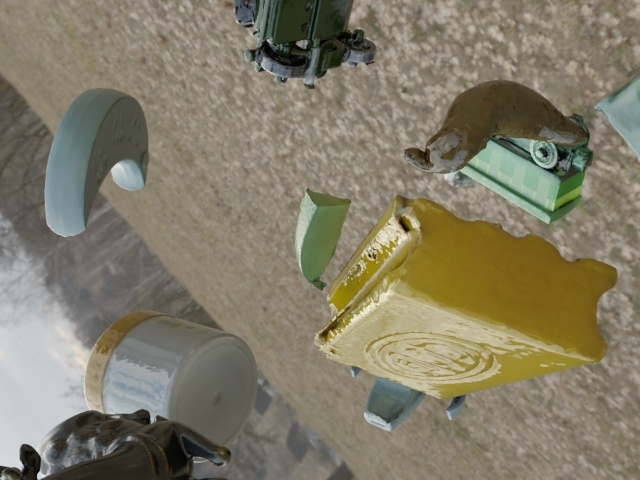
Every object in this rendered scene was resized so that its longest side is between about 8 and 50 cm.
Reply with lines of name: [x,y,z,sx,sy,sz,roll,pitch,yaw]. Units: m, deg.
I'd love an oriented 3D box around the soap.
soap: [0.118,0.078,0.673,0.204,0.096,0.324,20,158,-5]

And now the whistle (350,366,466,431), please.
whistle: [0.151,0.187,1.000,0.180,0.269,0.093,20,135,29]

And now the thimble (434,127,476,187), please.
thimble: [0.427,-0.253,1.833,0.185,0.211,0.149,97,156,-65]

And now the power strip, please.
power strip: [-0.282,-0.118,0.863,0.054,0.253,0.167,12,114,2]

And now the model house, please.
model house: [0.710,-0.297,1.210,0.194,0.325,0.267,51,133,-1]

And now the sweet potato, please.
sweet potato: [0.264,-0.181,0.991,0.098,0.310,0.124,-168,65,-67]

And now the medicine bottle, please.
medicine bottle: [-0.273,0.266,1.216,0.232,0.238,0.237,9,140,34]

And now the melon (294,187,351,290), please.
melon: [0.000,0.001,1.182,0.053,0.114,0.261,47,150,31]

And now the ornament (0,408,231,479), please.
ornament: [-0.211,0.169,0.463,0.202,0.236,0.080,-4,84,35]

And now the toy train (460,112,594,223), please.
toy train: [0.410,-0.182,1.321,0.301,0.120,0.202,40,145,39]

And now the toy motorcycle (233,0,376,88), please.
toy motorcycle: [-0.015,-0.358,1.048,0.127,0.275,0.205,37,132,29]
